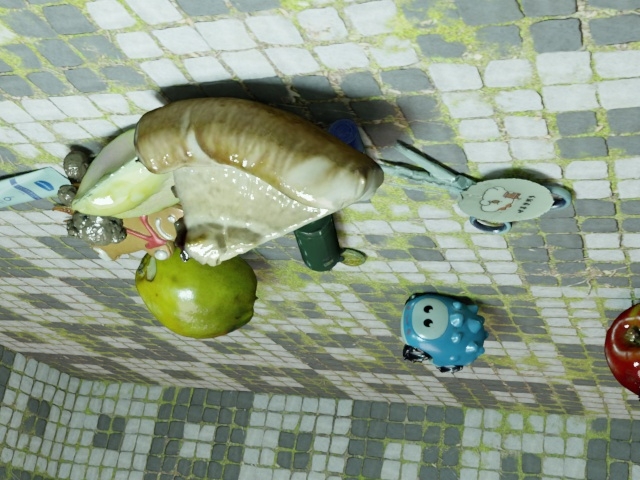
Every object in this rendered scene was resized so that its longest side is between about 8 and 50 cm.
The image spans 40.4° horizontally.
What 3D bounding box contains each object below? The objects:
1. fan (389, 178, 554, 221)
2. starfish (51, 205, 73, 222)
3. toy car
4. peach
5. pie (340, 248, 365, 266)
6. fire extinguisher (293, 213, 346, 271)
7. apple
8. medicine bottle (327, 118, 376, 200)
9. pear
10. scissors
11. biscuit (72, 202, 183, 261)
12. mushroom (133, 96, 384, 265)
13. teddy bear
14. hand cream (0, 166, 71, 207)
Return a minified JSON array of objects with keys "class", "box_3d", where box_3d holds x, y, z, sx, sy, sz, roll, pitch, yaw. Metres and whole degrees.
[{"class":"fan","box_3d":[0.293,-0.089,1.697,0.329,0.009,0.191,7,157,-5]},{"class":"starfish","box_3d":[-0.560,-0.052,2.191,0.227,0.043,0.240,5,153,7]},{"class":"toy car","box_3d":[0.344,0.242,2.362,0.255,0.188,0.190,24,146,-26]},{"class":"peach","box_3d":[0.855,0.257,2.177,0.362,0.201,0.257,9,125,-39]},{"class":"pie","box_3d":[0.076,0.042,2.187,0.084,0.021,0.084,10,156,5]},{"class":"fire extinguisher","box_3d":[0.000,0.000,2.016,0.114,0.095,0.311,-24,157,-6]},{"class":"apple","box_3d":[-0.356,-0.136,1.761,0.265,0.120,0.193,-31,148,30]},{"class":"medicine bottle","box_3d":[0.063,-0.149,1.653,0.059,0.059,0.231,4,158,14]},{"class":"pear","box_3d":[-0.316,0.122,2.237,0.321,0.269,0.269,15,158,-13]},{"class":"scissors","box_3d":[0.283,-0.106,1.715,0.383,0.029,0.256,21,155,-25]},{"class":"biscuit","box_3d":[-0.436,-0.030,2.068,0.340,0.047,0.216,-2,133,24]},{"class":"mushroom","box_3d":[-0.094,-0.145,1.542,0.397,0.313,0.224,-17,-168,28]},{"class":"teddy bear","box_3d":[-0.478,-0.083,1.872,0.177,0.190,0.140,7,162,-20]},{"class":"hand cream","box_3d":[-0.727,-0.124,2.084,0.321,0.067,0.109,-11,151,26]}]
